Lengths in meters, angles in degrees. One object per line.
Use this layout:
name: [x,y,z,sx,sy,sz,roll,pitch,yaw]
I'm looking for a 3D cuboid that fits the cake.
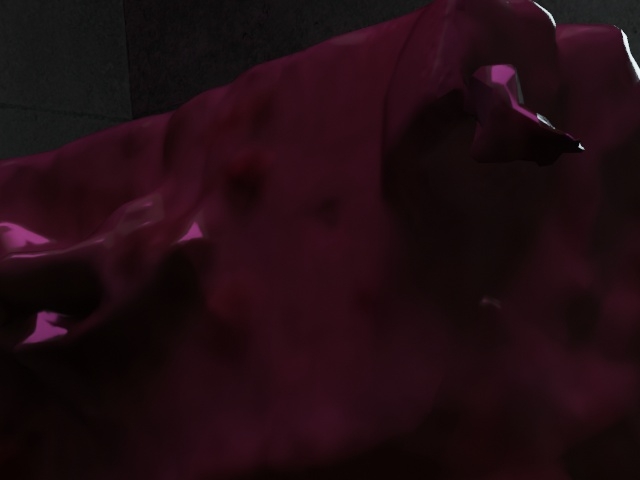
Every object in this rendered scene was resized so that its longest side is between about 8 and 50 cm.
cake: [0.017,0.135,0.469,0.314,0.307,0.293,-12,-16,37]
